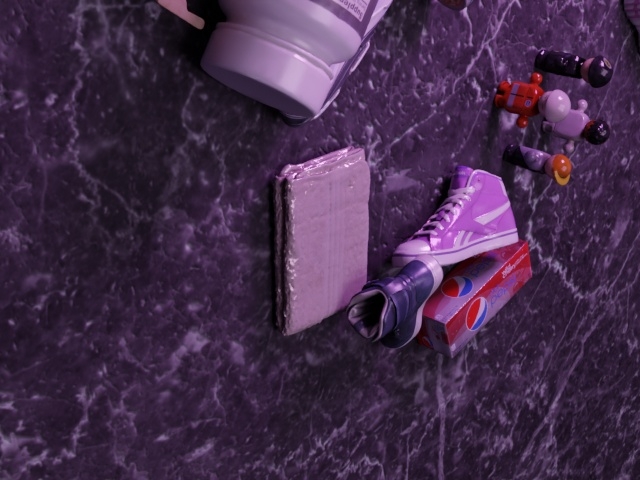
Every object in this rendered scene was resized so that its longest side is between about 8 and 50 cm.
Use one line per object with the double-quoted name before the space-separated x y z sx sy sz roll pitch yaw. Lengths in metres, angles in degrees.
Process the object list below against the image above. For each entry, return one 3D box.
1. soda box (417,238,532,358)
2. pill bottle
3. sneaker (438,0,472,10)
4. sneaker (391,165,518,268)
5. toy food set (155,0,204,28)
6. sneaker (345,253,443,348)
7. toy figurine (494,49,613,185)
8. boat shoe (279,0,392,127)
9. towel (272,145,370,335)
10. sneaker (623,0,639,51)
"soda box" 0.284 0.096 2.156 0.263 0.083 0.092 -41 133 -31
"pill bottle" -0.014 -0.362 1.543 0.204 0.204 0.361 27 86 -50
"sneaker" 0.201 -0.506 1.798 0.121 0.108 0.302 -42 131 -23
"sneaker" 0.223 -0.044 2.041 0.282 0.102 0.161 -17 100 -39
"toy food set" -0.155 -0.371 1.452 0.192 0.038 0.132 -68 156 -2
"sneaker" 0.102 0.131 1.927 0.163 0.086 0.226 -33 155 -36
"toy figurine" 0.441 -0.232 2.148 0.213 0.148 0.209 -38 130 -33
"boat shoe" 0.025 -0.298 1.698 0.301 0.108 0.102 -63 172 -14
"towel" 0.000 0.000 1.828 0.187 0.049 0.282 -20 121 -41
"sneaker" 0.692 -0.475 2.382 0.104 0.095 0.236 -61 145 -20
